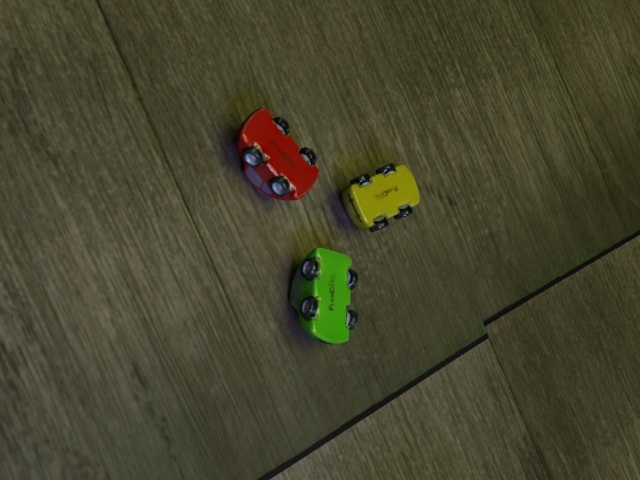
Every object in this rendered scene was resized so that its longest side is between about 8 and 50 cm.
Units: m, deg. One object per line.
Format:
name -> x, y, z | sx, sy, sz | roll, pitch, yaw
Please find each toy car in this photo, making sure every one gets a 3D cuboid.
toy car -> 0.000, 0.000, 1.105 | 0.239, 0.053, 0.225 | 17, 65, -34
